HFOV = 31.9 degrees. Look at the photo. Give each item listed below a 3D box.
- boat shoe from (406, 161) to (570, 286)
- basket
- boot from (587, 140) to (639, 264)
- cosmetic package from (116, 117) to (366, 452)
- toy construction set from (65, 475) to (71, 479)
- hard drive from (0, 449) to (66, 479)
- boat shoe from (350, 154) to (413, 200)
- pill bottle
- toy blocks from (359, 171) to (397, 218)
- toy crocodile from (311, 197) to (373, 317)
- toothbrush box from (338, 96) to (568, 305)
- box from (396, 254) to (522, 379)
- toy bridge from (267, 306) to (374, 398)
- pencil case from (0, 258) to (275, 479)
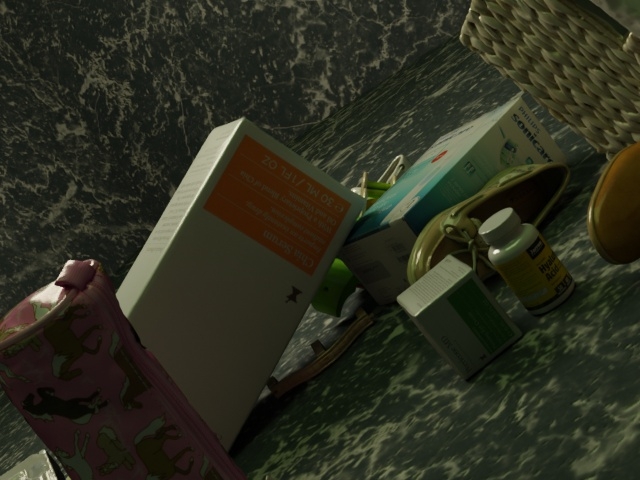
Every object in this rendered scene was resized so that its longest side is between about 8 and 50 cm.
[{"bbox_3d":[0.223,-0.020,1.485,0.285,0.104,0.089,-44,11,-30],"label":"boat shoe"},{"bbox_3d":[0.408,-0.331,1.429,0.331,0.328,0.266,-45,-11,-24],"label":"basket"},{"bbox_3d":[0.425,-0.090,1.160,0.295,0.104,0.211,-40,11,-30],"label":"boot"},{"bbox_3d":[-0.153,0.076,1.620,0.453,0.230,0.161,-62,18,-11],"label":"cosmetic package"},{"bbox_3d":[-0.469,0.452,1.715,0.327,0.151,0.215,-29,-12,10],"label":"toy construction set"},{"bbox_3d":[-0.411,0.435,1.458,0.237,0.064,0.339,-34,30,-9],"label":"hard drive"},{"bbox_3d":[0.082,-0.054,2.046,0.277,0.096,0.098,-45,13,-29],"label":"boat shoe"},{"bbox_3d":[0.232,0.022,1.273,0.065,0.116,0.065,-37,12,9],"label":"pill bottle"},{"bbox_3d":[0.140,-0.064,1.829,0.123,0.148,0.054,-84,2,-63],"label":"toy blocks"},{"bbox_3d":[0.071,0.010,1.852,0.115,0.105,0.340,10,29,13],"label":"toy crocodile"},{"bbox_3d":[0.190,-0.055,1.654,0.295,0.126,0.216,-43,10,-28],"label":"toothbrush box"},{"bbox_3d":[0.158,0.087,1.287,0.087,0.101,0.102,-39,12,0],"label":"box"},{"bbox_3d":[0.003,0.165,1.632,0.188,0.026,0.063,-38,14,0],"label":"toy bridge"},{"bbox_3d":[-0.195,0.206,1.188,0.167,0.386,0.160,-39,13,-11],"label":"pencil case"}]
